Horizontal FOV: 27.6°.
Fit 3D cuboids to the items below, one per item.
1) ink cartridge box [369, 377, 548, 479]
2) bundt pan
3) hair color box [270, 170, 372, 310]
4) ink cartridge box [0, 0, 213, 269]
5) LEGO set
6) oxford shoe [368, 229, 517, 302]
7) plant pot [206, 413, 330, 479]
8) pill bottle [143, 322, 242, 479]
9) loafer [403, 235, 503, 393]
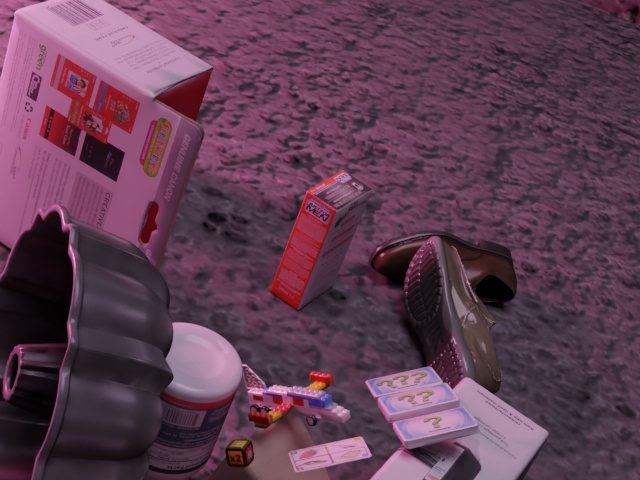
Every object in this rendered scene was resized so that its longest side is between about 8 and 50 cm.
[{"bbox_3d":[0.101,0.295,1.328,0.114,0.197,0.273,34,35,16],"label":"ink cartridge box"},{"bbox_3d":[-0.238,0.137,1.249,0.124,0.331,0.331,14,34,-27],"label":"bundt pan"},{"bbox_3d":[0.000,0.000,1.709,0.053,0.167,0.093,35,35,17],"label":"hair color box"},{"bbox_3d":[-0.255,-0.095,1.566,0.272,0.309,0.130,33,35,14],"label":"ink cartridge box"},{"bbox_3d":[0.018,0.167,1.322,0.244,0.060,0.182,-11,16,-7],"label":"LEGO set"},{"bbox_3d":[0.179,0.044,1.834,0.227,0.083,0.096,6,45,-18],"label":"oxford shoe"},{"bbox_3d":[-0.052,0.262,1.377,0.096,0.109,0.109,47,39,14],"label":"plant pot"},{"bbox_3d":[-0.156,0.184,1.349,0.108,0.180,0.108,16,34,-11],"label":"pill bottle"},{"bbox_3d":[0.178,0.108,1.727,0.087,0.094,0.251,12,51,-30],"label":"loafer"}]
